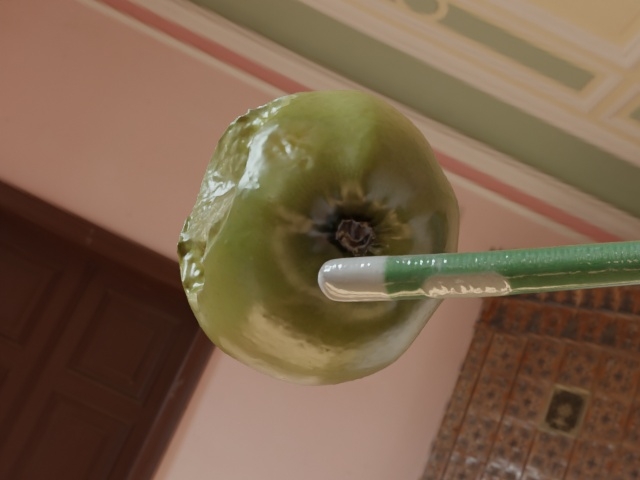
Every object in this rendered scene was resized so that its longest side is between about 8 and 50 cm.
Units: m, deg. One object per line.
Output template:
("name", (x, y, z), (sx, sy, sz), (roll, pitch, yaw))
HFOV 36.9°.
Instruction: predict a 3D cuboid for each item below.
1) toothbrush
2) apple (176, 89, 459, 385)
("toothbrush", (0.120, 0.006, 0.316), (0.257, 0.024, 0.018), (-4, -47, 20))
("apple", (0.000, 0.000, 0.858), (0.279, 0.279, 0.279), (21, -21, 8))
